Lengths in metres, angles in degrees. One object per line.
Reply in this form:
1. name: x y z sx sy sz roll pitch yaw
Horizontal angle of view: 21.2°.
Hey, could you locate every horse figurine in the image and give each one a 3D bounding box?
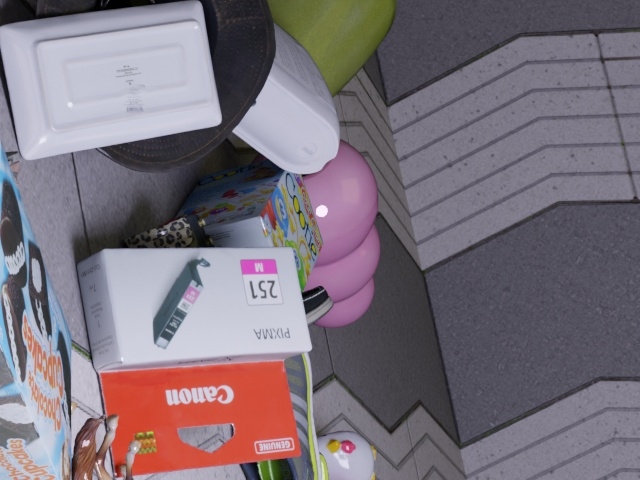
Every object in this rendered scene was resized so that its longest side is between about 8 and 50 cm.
1. horse figurine: -0.207 0.264 1.677 0.263 0.066 0.174 68 17 -60

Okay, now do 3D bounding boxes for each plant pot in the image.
1. plant pot: -0.053 -0.295 2.575 0.293 0.274 0.275 -68 144 -44

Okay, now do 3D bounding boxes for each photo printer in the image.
1. photo printer: -0.103 -0.231 2.263 0.307 0.107 0.256 36 20 -34

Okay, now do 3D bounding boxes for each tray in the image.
1. tray: -0.215 -0.178 1.846 0.270 0.030 0.145 -15 98 -40

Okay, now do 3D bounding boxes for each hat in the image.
1. hat: -0.214 -0.232 1.957 0.331 0.134 0.331 3 85 -40

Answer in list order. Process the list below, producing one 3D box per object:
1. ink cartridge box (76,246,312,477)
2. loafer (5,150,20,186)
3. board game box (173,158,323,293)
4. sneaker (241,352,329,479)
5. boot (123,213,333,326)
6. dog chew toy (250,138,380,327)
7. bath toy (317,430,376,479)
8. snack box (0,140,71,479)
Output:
1. ink cartridge box: -0.126 0.129 1.897 0.275 0.060 0.239 0 73 -42
2. loafer: -0.314 -0.058 1.645 0.125 0.045 0.039 -58 139 -76
3. board game box: -0.099 0.004 2.244 0.275 0.144 0.142 -66 140 -68
4. sneaker: -0.065 0.227 2.243 0.121 0.111 0.300 -16 90 -73
5. boot: -0.110 0.045 2.045 0.085 0.236 0.179 -16 -86 65
6. dog chew toy: 0.000 0.000 2.568 0.207 0.206 0.332 -89 168 -48
7. bath toy: 0.026 0.414 2.398 0.129 0.151 0.348 22 45 -29
8. snack box: -0.270 0.083 1.473 0.322 0.060 0.187 84 1 -57
